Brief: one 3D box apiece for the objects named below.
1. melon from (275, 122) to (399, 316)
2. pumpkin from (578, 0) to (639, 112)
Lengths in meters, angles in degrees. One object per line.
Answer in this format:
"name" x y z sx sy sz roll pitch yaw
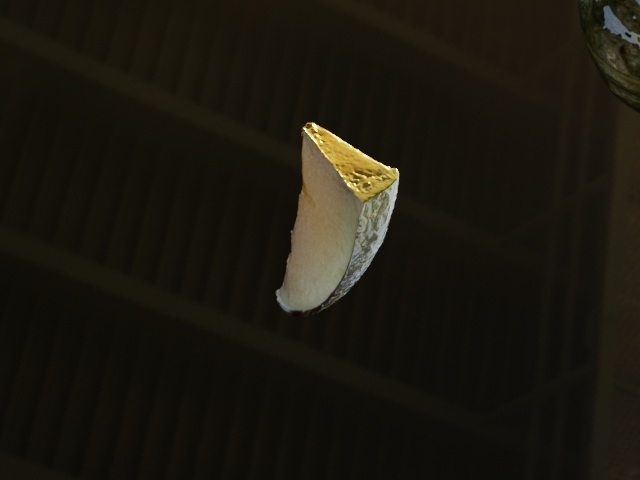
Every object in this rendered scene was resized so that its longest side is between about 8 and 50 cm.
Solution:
"melon" 0.006 0.002 1.298 0.054 0.182 0.098 -25 -132 -39
"pumpkin" 0.368 -0.196 1.276 0.320 0.320 0.192 20 -120 -22
